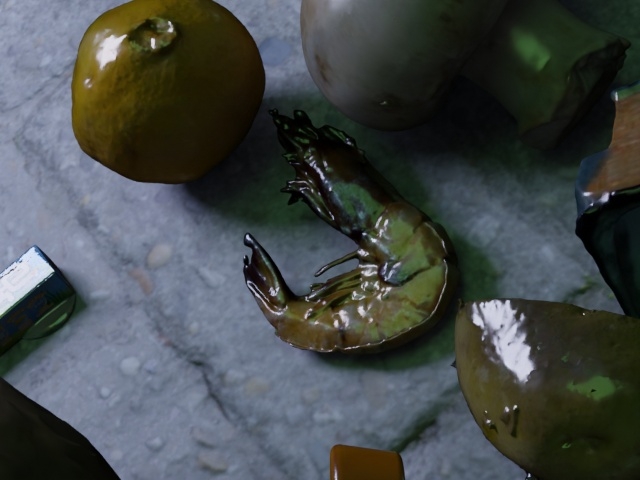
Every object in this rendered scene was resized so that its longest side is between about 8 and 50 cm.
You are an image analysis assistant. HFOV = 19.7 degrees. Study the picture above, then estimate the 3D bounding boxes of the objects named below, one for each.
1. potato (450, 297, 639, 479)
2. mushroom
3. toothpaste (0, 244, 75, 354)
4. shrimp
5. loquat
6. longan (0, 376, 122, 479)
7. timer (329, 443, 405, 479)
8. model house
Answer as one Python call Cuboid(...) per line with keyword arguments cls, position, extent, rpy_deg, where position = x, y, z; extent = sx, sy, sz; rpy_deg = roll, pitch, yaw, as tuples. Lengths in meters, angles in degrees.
Cuboid(cls="potato", position=(0.192, 0.125, 1.505), extent=(0.243, 0.098, 0.138), rpy_deg=(4, 62, 30))
Cuboid(cls="mushroom", position=(0.137, -0.211, 1.692), extent=(0.290, 0.297, 0.297), rpy_deg=(37, 77, 2))
Cuboid(cls="toothpaste", position=(-0.332, 0.095, 1.824), extent=(0.193, 0.044, 0.070), rpy_deg=(-40, 49, -3))
Cuboid(cls="shrimp", position=(0.003, 0.004, 1.709), extent=(0.178, 0.075, 0.289), rpy_deg=(-42, 63, -2))
Cuboid(cls="loquat", position=(-0.147, -0.143, 1.790), extent=(0.187, 0.234, 0.176), rpy_deg=(0, 65, -6))
Cuboid(cls="longan", position=(-0.325, 0.288, 1.493), extent=(0.391, 0.391, 0.391), rpy_deg=(-13, 53, 19))
Cuboid(cls="timer", position=(0.086, 0.228, 1.490), extent=(0.152, 0.132, 0.132), rpy_deg=(-2, 55, -1))
Cuboid(cls="model house", position=(0.358, -0.083, 1.535), extent=(0.253, 0.184, 0.291), rpy_deg=(-17, 38, 24))
